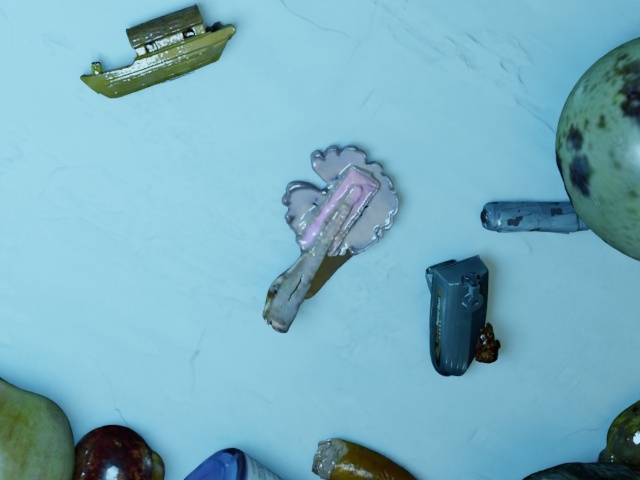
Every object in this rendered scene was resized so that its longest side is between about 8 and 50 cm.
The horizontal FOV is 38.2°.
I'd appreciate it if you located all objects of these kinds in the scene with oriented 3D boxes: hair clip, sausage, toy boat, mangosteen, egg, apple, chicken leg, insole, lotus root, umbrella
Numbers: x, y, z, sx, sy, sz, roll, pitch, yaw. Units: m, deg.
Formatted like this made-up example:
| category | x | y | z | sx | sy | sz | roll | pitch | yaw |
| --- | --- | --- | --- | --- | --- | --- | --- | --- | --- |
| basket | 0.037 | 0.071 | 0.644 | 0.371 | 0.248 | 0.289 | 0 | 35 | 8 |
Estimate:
| category | x | y | z | sx | sy | sz | roll | pitch | yaw |
| --- | --- | --- | --- | --- | --- | --- | --- | --- | --- |
| hair clip | -0.003 | 0.001 | 1.422 | 0.173 | 0.069 | 0.300 | 34 | 86 | -18 |
| sausage | 0.116 | 0.437 | 1.606 | 0.302 | 0.076 | 0.103 | 40 | 104 | -21 |
| toy boat | -0.226 | -0.264 | 1.288 | 0.225 | 0.068 | 0.088 | -20 | 107 | -3 |
| mangosteen | -0.309 | 0.362 | 1.455 | 0.181 | 0.156 | 0.146 | 4 | 82 | -44 |
| egg | 0.549 | -0.124 | 1.370 | 0.427 | 0.345 | 0.345 | 17 | 104 | -32 |
| apple | -0.481 | 0.322 | 1.339 | 0.256 | 0.257 | 0.234 | 32 | 67 | -21 |
| chicken leg | 0.277 | 0.174 | 1.529 | 0.037 | 0.145 | 0.062 | 8 | 70 | 20 |
| insole | 0.021 | 0.018 | 1.474 | 0.064 | 0.004 | 0.188 | 38 | 97 | -19 |
| lotus root | 0.592 | 0.351 | 1.670 | 0.209 | 0.120 | 0.120 | -37 | 113 | 1 |
| toy boat | 0.220 | 0.131 | 1.524 | 0.092 | 0.103 | 0.246 | -18 | 126 | -23 |
| umbrella | 0.382 | -0.038 | 1.514 | 0.250 | 0.053 | 0.052 | 1 | 108 | -13 |

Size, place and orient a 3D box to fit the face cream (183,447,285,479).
| category | x | y | z | sx | sy | sz | roll | pitch | yaw |
| --- | --- | --- | --- | --- | --- | --- | --- | --- | --- |
| face cream | -0.127 | 0.486 | 1.475 | 0.225 | 0.249 | 0.249 | 41 | 96 | -19 |

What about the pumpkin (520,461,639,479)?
| category | x | y | z | sx | sy | sz | roll | pitch | yaw |
| --- | --- | --- | --- | --- | --- | --- | --- | --- | --- |
| pumpkin | 0.441 | 0.592 | 1.592 | 0.454 | 0.344 | 0.455 | -8 | 116 | -17 |
